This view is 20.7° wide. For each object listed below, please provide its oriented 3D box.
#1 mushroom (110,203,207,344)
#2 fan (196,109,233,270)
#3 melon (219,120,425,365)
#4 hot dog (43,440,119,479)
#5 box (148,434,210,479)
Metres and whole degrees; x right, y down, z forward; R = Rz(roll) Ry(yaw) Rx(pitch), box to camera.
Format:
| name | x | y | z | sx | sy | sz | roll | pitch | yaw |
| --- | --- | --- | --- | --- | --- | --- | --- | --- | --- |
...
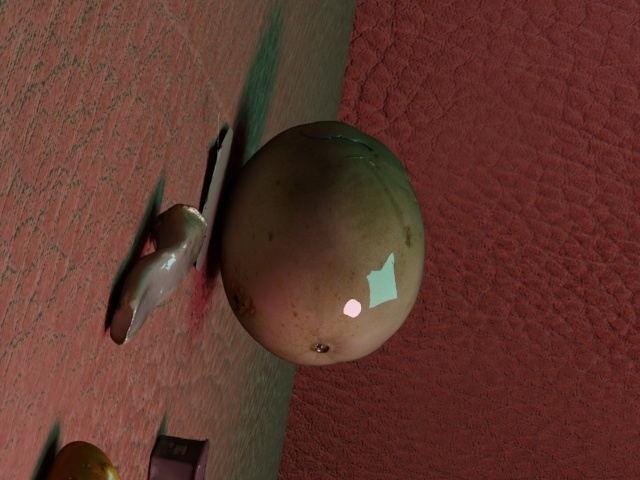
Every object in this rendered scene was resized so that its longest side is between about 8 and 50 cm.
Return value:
| name | x | y | z | sx | sy | sz | roll | pitch | yaw |
| --- | --- | --- | --- | --- | --- | --- | --- | --- | --- |
| mushroom | -0.159 | 0.032 | 1.659 | 0.202 | 0.054 | 0.059 | -64 | 160 | -54 |
| fan | -0.124 | -0.079 | 2.033 | 0.310 | 0.010 | 0.182 | 100 | 3 | -64 |
| melon | 0.000 | 0.000 | 2.224 | 0.268 | 0.269 | 0.330 | 96 | -7 | -55 |
| hot dog | -0.219 | 0.288 | 1.410 | 0.115 | 0.072 | 0.269 | 109 | -4 | -52 |
| box | -0.170 | 0.279 | 2.077 | 0.060 | 0.063 | 0.084 | -75 | 174 | -61 |
